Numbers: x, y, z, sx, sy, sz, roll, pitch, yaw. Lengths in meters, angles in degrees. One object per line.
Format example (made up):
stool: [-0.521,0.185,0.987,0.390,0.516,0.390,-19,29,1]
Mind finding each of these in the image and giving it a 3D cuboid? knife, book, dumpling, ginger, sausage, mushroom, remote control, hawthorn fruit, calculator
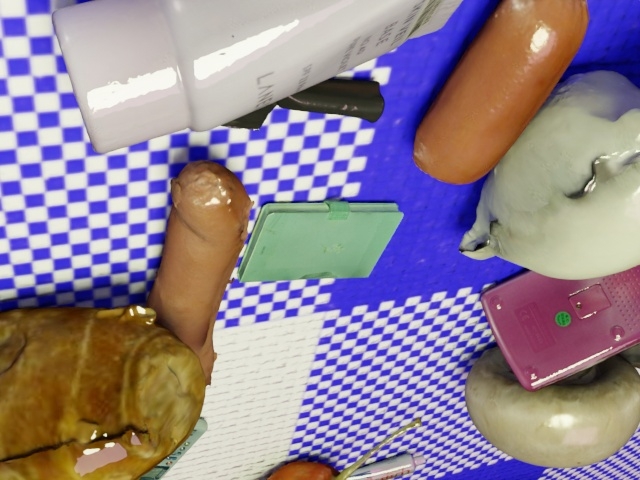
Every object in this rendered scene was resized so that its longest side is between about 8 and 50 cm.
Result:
knife: [-0.062,-0.102,0.637,0.230,0.028,0.060,1,148,-26]
book: [0.000,0.000,0.794,0.135,0.017,0.103,-1,140,-25]
dumpling: [0.251,-0.063,0.762,0.226,0.243,0.175,-17,106,-37]
ginger: [-0.294,0.172,0.727,0.418,0.176,0.254,-14,146,-4]
sausage: [-0.109,0.038,0.741,0.078,0.078,0.304,-5,141,-22]
mushroom: [0.270,0.156,1.013,0.204,0.204,0.204,-14,142,-11]
sausage: [0.137,-0.119,0.675,0.077,0.077,0.194,4,137,-30]
remote control: [-0.179,0.239,0.993,0.053,0.018,0.124,16,128,-39]
hawthorn fruit: [0.016,0.325,1.107,0.165,0.165,0.285,21,115,-43]
calculator: [0.279,0.073,0.937,0.190,0.127,0.034,-25,163,2]

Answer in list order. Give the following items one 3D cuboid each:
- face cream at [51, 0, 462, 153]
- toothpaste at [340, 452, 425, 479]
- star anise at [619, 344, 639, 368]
face cream: [-0.024,-0.134,0.555,0.273,0.096,0.154,-18,170,-12]
toothpaste: [0.066,0.331,1.224,0.169,0.028,0.045,-15,136,-4]
star anise: [0.477,0.058,1.029,0.331,0.118,0.332,-10,138,-9]
